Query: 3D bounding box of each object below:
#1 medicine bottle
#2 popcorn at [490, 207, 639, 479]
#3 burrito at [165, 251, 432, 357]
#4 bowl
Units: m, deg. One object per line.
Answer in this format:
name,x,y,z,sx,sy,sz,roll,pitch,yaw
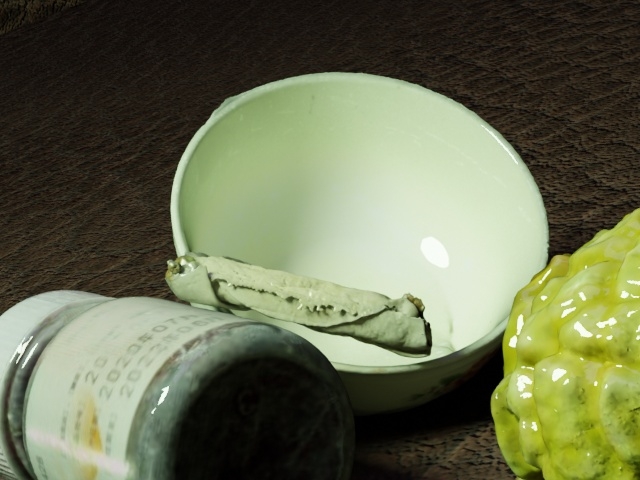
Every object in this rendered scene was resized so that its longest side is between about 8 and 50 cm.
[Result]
medicine bottle,-0.115,0.121,1.278,0.165,0.165,0.273,-27,19,-31
popcorn,0.204,0.079,1.091,0.237,0.206,0.251,-37,12,-16
burrito,-0.013,0.042,1.280,0.186,0.041,0.045,14,26,4
bowl,0.023,0.020,1.414,0.277,0.145,0.277,3,51,-4
